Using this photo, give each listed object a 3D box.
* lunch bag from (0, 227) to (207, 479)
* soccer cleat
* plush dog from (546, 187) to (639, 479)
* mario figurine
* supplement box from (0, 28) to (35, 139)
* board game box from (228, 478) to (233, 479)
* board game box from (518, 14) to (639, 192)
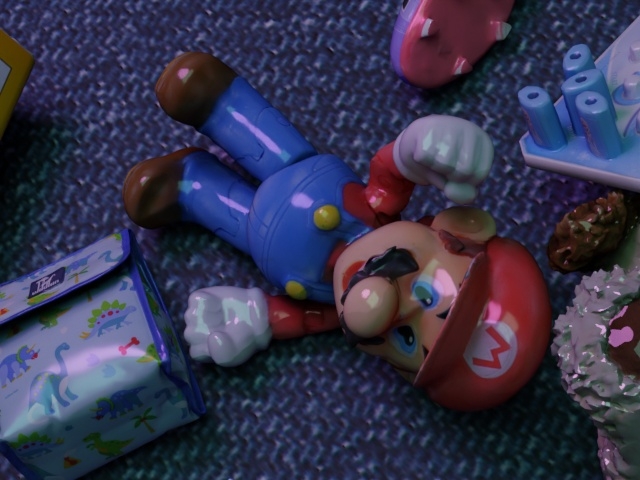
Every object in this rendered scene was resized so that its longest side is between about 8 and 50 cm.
[{"bbox_3d":[-0.164,0.070,0.944,0.129,0.096,0.151,-25,49,-1],"label":"lunch bag"},{"bbox_3d":[0.109,-0.218,1.057,0.095,0.083,0.248,11,68,47],"label":"soccer cleat"},{"bbox_3d":[0.240,0.075,0.843,0.262,0.210,0.225,17,49,-6],"label":"plush dog"},{"bbox_3d":[0.000,0.000,0.896,0.320,0.198,0.170,32,60,27],"label":"mario figurine"},{"bbox_3d":[-0.378,-0.027,0.938,0.195,0.194,0.356,1,61,34],"label":"supplement box"},{"bbox_3d":[-0.062,0.275,0.848,0.160,0.039,0.211,35,74,23],"label":"board game box"},{"bbox_3d":[0.374,-0.150,0.855,0.390,0.050,0.390,17,53,45],"label":"board game box"}]
